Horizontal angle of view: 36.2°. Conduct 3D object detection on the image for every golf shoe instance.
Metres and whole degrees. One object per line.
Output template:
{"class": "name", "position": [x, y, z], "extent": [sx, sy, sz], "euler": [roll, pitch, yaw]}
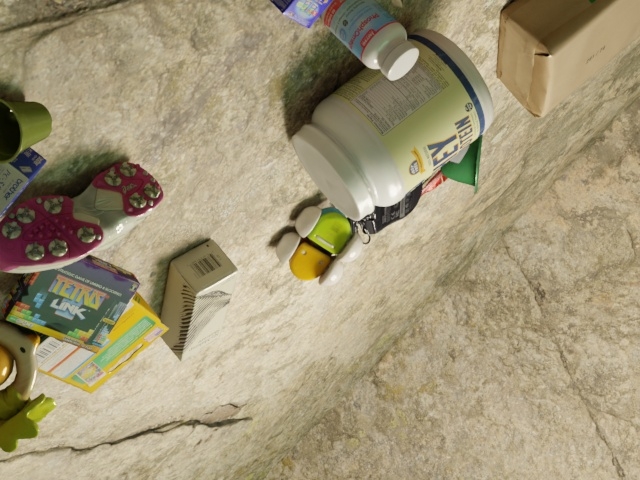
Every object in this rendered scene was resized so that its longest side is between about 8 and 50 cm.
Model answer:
{"class": "golf shoe", "position": [-0.369, -0.009, 1.463], "extent": [0.306, 0.115, 0.140], "euler": [-29, 166, -46]}

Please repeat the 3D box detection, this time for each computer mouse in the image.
{"class": "computer mouse", "position": [0.137, -0.096, 2.297], "extent": [0.272, 0.072, 0.188], "euler": [-26, 128, -43]}

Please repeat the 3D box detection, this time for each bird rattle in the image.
{"class": "bird rattle", "position": [-0.549, 0.226, 1.561], "extent": [0.143, 0.254, 0.207], "euler": [177, -74, -84]}

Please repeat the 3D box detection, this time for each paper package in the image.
{"class": "paper package", "position": [0.564, -0.481, 2.183], "extent": [0.325, 0.168, 0.309], "euler": [-39, 161, -6]}

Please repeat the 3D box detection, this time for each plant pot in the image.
{"class": "plant pot", "position": [-0.383, -0.145, 1.234], "extent": [0.083, 0.083, 0.079], "euler": [-53, 171, 27]}

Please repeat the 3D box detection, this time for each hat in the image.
{"class": "hat", "position": [0.316, -0.204, 2.505], "extent": [0.173, 0.184, 0.208], "euler": [47, 49, -77]}

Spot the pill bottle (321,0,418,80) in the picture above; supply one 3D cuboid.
{"class": "pill bottle", "position": [0.082, -0.335, 1.579], "extent": [0.087, 0.160, 0.087], "euler": [-37, 160, -16]}

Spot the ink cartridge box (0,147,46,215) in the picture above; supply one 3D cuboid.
{"class": "ink cartridge box", "position": [-0.453, -0.033, 1.302], "extent": [0.207, 0.046, 0.097], "euler": [-47, -166, 14]}

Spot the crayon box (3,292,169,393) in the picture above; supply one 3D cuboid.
{"class": "crayon box", "position": [-0.421, 0.159, 1.773], "extent": [0.203, 0.083, 0.323], "euler": [-40, 160, -5]}

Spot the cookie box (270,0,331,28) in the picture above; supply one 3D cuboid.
{"class": "cookie box", "position": [-0.014, -0.383, 1.476], "extent": [0.107, 0.040, 0.092], "euler": [-47, 160, 15]}

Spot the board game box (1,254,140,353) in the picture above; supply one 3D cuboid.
{"class": "board game box", "position": [-0.398, 0.089, 1.567], "extent": [0.170, 0.048, 0.141], "euler": [27, 101, -36]}

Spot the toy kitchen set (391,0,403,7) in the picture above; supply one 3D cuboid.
{"class": "toy kitchen set", "position": [0.162, -0.442, 1.657], "extent": [0.075, 0.083, 0.068], "euler": [46, 50, -71]}

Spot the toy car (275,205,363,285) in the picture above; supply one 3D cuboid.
{"class": "toy car", "position": [0.000, 0.000, 2.190], "extent": [0.182, 0.159, 0.136], "euler": [-53, -167, 26]}

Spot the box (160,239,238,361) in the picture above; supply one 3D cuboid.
{"class": "box", "position": [-0.255, 0.127, 2.004], "extent": [0.113, 0.094, 0.275], "euler": [-30, 157, -30]}

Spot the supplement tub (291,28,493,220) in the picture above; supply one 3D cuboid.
{"class": "supplement tub", "position": [0.133, -0.212, 1.821], "extent": [0.325, 0.235, 0.235], "euler": [-39, 160, -10]}

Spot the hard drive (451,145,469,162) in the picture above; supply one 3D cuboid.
{"class": "hard drive", "position": [0.210, -0.205, 2.088], "extent": [0.255, 0.172, 0.054], "euler": [3, 95, -67]}
